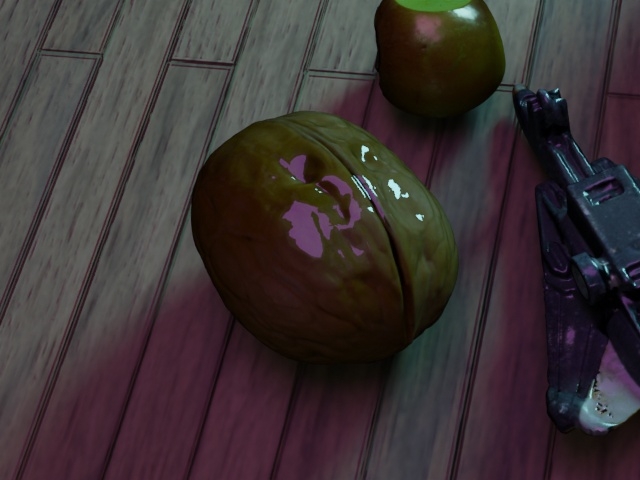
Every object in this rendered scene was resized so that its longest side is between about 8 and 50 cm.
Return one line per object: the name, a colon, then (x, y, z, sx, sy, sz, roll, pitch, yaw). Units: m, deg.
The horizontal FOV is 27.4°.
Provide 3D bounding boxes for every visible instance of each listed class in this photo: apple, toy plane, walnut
apple: (0.093, -0.151, 1.041, 0.102, 0.099, 0.114, -4, 32, -1)
toy plane: (0.202, -0.019, 0.932, 0.204, 0.103, 0.316, -22, 57, -2)
walnut: (0.000, 0.000, 0.930, 0.167, 0.167, 0.207, -37, 61, -12)
